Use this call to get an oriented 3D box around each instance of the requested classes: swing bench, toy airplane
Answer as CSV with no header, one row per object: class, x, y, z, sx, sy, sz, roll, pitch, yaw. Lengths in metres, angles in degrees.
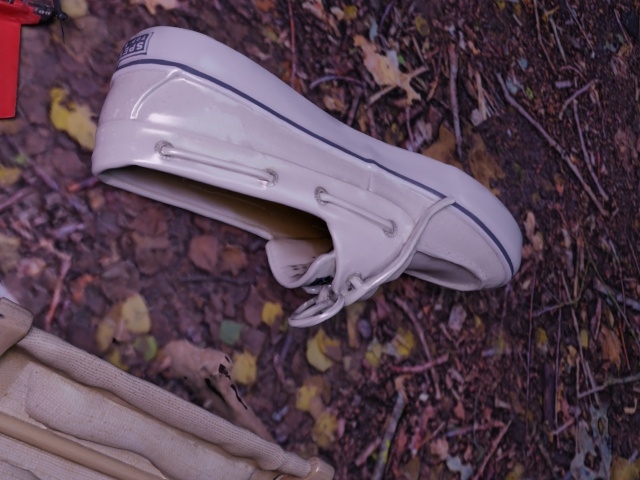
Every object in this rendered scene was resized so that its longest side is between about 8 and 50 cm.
swing bench,-0.101,0.204,0.353,0.253,0.165,0.254,37,15,-32
toy airplane,-0.232,-0.155,0.448,0.151,0.028,0.151,11,71,-37

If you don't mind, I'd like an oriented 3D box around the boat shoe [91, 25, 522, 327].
boat shoe,0.004,-0.002,0.537,0.367,0.136,0.156,27,64,-29
